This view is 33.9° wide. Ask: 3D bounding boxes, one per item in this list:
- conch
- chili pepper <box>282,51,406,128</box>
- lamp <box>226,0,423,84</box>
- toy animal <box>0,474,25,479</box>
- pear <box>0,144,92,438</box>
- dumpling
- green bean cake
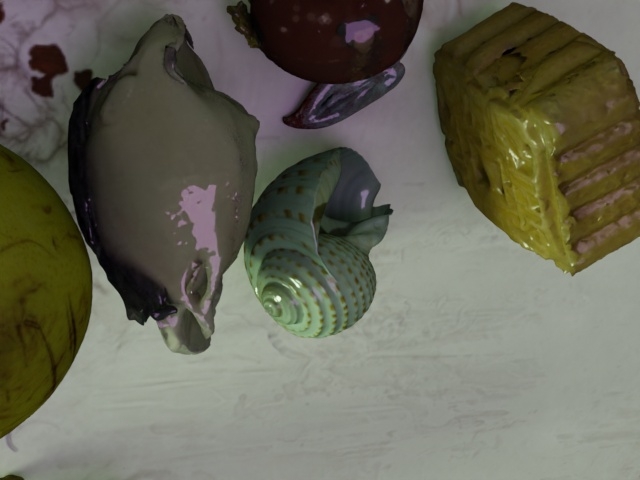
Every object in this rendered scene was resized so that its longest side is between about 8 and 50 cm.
[{"bbox_3d":[-0.010,0.004,1.062,0.131,0.200,0.172,-15,113,25],"label":"conch"},{"bbox_3d":[0.032,-0.155,1.055,0.153,0.041,0.050,-33,83,-8],"label":"chili pepper"},{"bbox_3d":[0.016,-0.205,0.960,0.156,0.157,0.135,-43,146,-19],"label":"lamp"},{"bbox_3d":[-0.347,0.344,1.053,0.363,0.180,0.181,10,105,-7],"label":"toy animal"},{"bbox_3d":[-0.318,0.045,0.829,0.283,0.283,0.283,-12,120,-22],"label":"pear"},{"bbox_3d":[-0.139,-0.047,0.926,0.163,0.204,0.293,-5,94,-15],"label":"dumpling"},{"bbox_3d":[0.221,-0.101,1.071,0.131,0.224,0.229,-29,128,-12],"label":"green bean cake"}]
